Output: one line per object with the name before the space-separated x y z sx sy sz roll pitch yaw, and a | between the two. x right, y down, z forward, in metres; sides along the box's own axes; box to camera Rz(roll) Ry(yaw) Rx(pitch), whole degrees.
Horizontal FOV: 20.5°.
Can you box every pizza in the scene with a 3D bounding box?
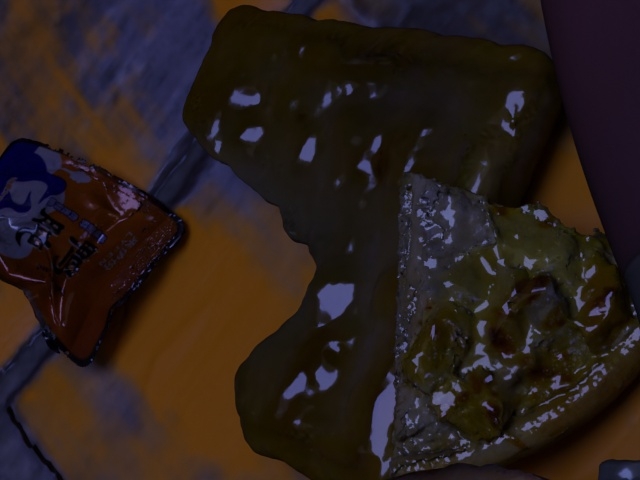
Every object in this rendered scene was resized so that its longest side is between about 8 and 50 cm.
pizza | 0.053 0.022 0.605 0.123 0.026 0.108 -35 77 1

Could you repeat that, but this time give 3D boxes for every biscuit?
biscuit | 0.000 0.000 0.682 0.174 0.039 0.183 11 80 39

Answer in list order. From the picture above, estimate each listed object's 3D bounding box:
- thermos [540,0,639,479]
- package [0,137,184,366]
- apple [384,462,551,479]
thermos | 0.133 -0.054 0.513 0.146 0.176 0.265 -6 69 15
package | -0.115 0.001 0.778 0.111 0.033 0.077 32 72 27
apple | 0.063 0.225 0.471 0.251 0.163 0.293 -33 43 36
